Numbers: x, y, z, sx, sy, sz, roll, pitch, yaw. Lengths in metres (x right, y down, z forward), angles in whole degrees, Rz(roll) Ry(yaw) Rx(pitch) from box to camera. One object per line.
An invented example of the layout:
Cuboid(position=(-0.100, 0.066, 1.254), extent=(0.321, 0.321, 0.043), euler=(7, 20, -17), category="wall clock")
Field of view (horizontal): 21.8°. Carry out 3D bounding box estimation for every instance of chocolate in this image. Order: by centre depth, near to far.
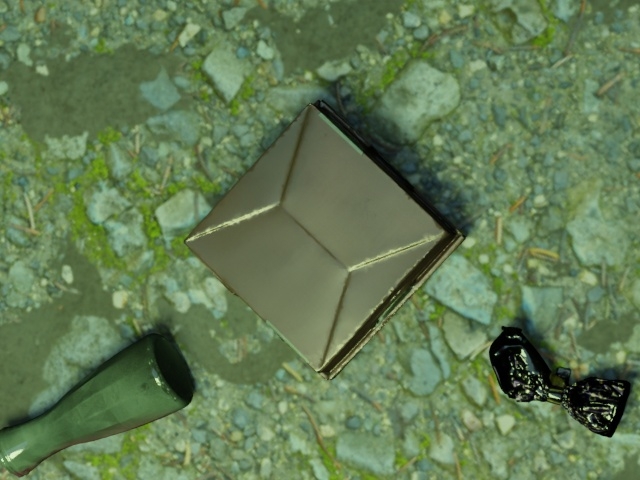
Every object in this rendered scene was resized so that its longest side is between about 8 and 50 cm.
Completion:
Cuboid(position=(0.239, 0.144, 1.685), extent=(0.147, 0.070, 0.072), euler=(28, 104, 22), category="chocolate")

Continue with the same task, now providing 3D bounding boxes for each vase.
Cuboid(position=(-0.245, 0.182, 1.768), extent=(0.214, 0.086, 0.086), euler=(-28, 82, 14), category="vase")

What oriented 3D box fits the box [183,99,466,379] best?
Cuboid(position=(0.000, 0.000, 1.719), extent=(0.215, 0.086, 0.215), euler=(44, 97, 11), category="box")
